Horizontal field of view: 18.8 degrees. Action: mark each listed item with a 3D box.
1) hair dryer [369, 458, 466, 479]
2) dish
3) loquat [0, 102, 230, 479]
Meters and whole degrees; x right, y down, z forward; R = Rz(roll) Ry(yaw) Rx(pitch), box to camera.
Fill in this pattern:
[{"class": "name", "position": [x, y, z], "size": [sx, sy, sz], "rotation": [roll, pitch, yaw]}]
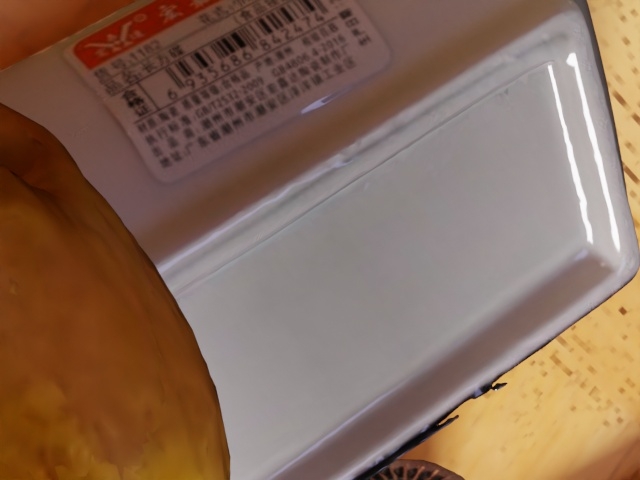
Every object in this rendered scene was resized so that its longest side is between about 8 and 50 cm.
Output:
[{"class": "hair dryer", "position": [0.081, 0.136, 0.647], "size": [0.194, 0.050, 0.173], "rotation": [-16, 121, -35]}, {"class": "dish", "position": [0.000, 0.000, 0.502], "size": [0.212, 0.077, 0.151], "rotation": [-32, 126, -21]}, {"class": "loquat", "position": [-0.128, 0.072, 0.360], "size": [0.238, 0.193, 0.238], "rotation": [-21, 138, -20]}]
